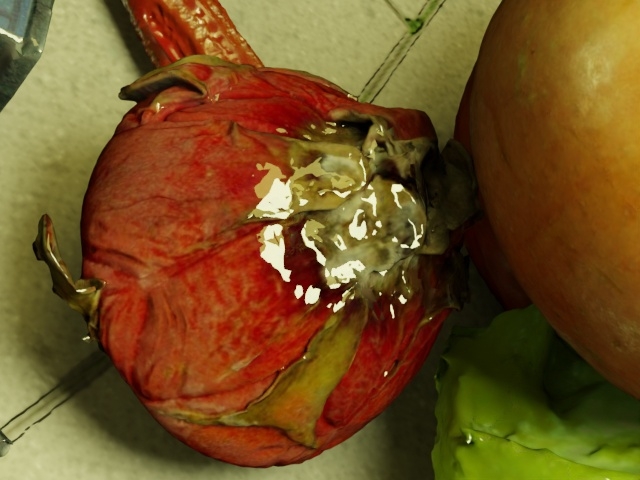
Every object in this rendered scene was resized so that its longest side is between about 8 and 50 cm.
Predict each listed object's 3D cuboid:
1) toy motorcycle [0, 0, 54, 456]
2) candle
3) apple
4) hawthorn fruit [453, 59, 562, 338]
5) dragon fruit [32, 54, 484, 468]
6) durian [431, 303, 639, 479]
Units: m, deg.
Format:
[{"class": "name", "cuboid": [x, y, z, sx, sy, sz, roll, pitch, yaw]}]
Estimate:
[{"class": "toy motorcycle", "cuboid": [-0.238, -0.032, 0.742, 0.213, 0.125, 0.358, 24, 47, -23]}, {"class": "candle", "cuboid": [-0.067, -0.094, 0.937, 0.084, 0.059, 0.301, -24, 74, -34]}, {"class": "apple", "cuboid": [0.186, -0.041, 0.704, 0.253, 0.253, 0.253, 17, 53, -23]}, {"class": "hawthorn fruit", "cuboid": [0.210, -0.051, 0.945, 0.284, 0.284, 0.284, 17, 53, -23]}, {"class": "dragon fruit", "cuboid": [0.003, 0.000, 0.779, 0.224, 0.148, 0.218, 49, 47, -27]}, {"class": "durian", "cuboid": [0.210, 0.187, 0.812, 0.204, 0.256, 0.339, -33, 109, -72]}]
